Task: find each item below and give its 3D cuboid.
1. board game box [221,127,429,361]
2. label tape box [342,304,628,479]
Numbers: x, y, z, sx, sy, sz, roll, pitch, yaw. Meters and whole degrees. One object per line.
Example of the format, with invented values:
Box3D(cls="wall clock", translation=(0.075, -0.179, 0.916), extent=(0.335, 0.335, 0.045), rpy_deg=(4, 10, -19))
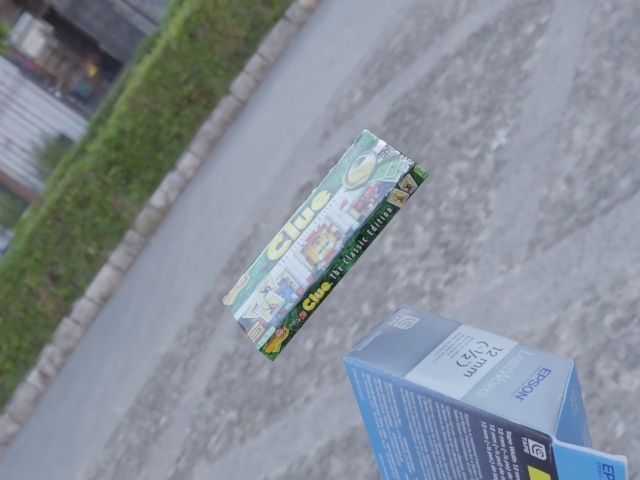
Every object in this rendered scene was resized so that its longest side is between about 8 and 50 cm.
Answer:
Box3D(cls="board game box", translation=(0.000, 0.000, 1.329), extent=(0.259, 0.030, 0.136), rpy_deg=(-50, 28, 2))
Box3D(cls="label tape box", translation=(0.204, 0.231, 1.243), extent=(0.348, 0.249, 0.115), rpy_deg=(15, 43, 44))
